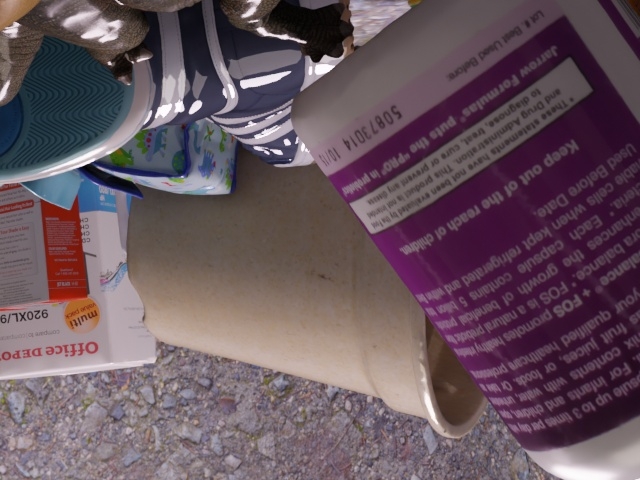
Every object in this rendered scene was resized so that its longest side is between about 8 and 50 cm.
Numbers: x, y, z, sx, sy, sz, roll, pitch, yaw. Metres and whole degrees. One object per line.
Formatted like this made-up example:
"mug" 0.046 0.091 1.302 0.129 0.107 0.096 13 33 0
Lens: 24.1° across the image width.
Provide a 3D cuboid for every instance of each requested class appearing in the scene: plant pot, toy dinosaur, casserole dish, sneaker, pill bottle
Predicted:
"plant pot" 0.000 0.000 1.406 0.305 0.334 0.334 5 180 20
"toy dinosaur" -0.085 -0.137 0.708 0.313 0.121 0.160 -3 166 29
"casserole dish" -0.254 -0.077 1.261 0.114 0.037 0.188 38 179 4
"sneaker" -0.071 -0.107 1.001 0.153 0.099 0.282 -10 170 -9
"pill bottle" 0.134 0.009 0.733 0.169 0.301 0.169 -36 -177 2
"sneaker" -0.212 -0.088 0.947 0.319 0.127 0.208 3 178 24

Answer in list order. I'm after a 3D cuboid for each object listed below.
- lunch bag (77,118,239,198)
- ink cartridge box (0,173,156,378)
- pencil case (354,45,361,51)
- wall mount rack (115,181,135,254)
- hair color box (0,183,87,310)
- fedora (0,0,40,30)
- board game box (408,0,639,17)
"lunch bag" -0.155 -0.087 1.262 0.151 0.096 0.129 9 178 15
"ink cartridge box" -0.310 0.045 1.807 0.171 0.233 0.168 -7 176 12
"pencil case" 0.160 -0.088 1.041 0.306 0.119 0.133 -6 -163 -8
"wall mount rack" -0.047 -0.045 1.696 0.304 0.131 0.350 -11 175 22
"hair color box" -0.274 -0.021 1.409 0.093 0.167 0.053 -9 175 37
"fedora" -0.204 -0.133 0.617 0.194 0.079 0.194 -5 170 -1
"board game box" 0.154 -0.164 1.041 0.124 0.039 0.259 -7 178 20
